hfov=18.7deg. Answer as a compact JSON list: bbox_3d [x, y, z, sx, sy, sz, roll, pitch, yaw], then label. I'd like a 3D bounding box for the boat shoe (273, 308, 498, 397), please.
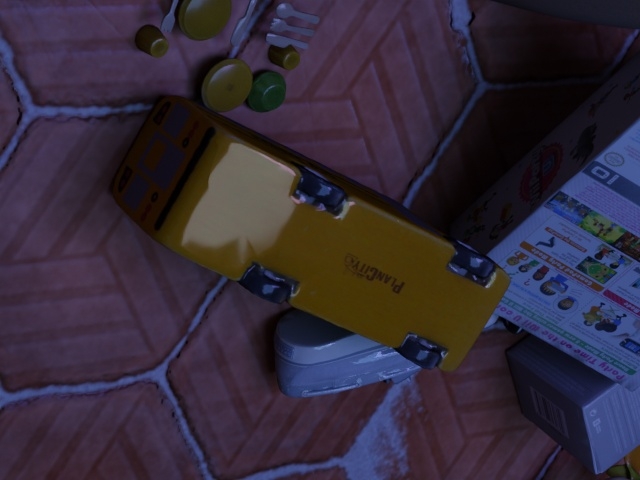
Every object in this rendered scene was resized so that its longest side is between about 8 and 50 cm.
[{"bbox_3d":[0.058,0.091,1.762,0.227,0.079,0.081,-12,129,-26],"label":"boat shoe"}]

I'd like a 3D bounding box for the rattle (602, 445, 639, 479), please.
[{"bbox_3d":[0.260,0.270,2.036,0.130,0.143,0.200,0,150,-44],"label":"rattle"}]

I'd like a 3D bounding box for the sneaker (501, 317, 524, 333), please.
[{"bbox_3d":[0.207,0.041,1.861,0.044,0.040,0.109,5,111,-40],"label":"sneaker"}]

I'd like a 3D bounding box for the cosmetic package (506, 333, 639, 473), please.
[{"bbox_3d":[0.317,0.105,1.920,0.238,0.127,0.107,-31,128,-17],"label":"cosmetic package"}]

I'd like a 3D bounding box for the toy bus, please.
[{"bbox_3d":[0.000,0.000,1.609,0.333,0.130,0.108,24,98,-38],"label":"toy bus"}]

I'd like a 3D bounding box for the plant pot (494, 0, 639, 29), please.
[{"bbox_3d":[0.265,-0.272,1.575,0.256,0.274,0.256,-18,124,-28],"label":"plant pot"}]

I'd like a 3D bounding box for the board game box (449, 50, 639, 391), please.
[{"bbox_3d":[0.291,-0.022,1.712,0.224,0.097,0.303,29,128,-22],"label":"board game box"}]

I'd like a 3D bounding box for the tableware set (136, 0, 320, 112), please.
[{"bbox_3d":[-0.078,-0.154,1.559,0.154,0.024,0.104,9,111,-40],"label":"tableware set"}]
